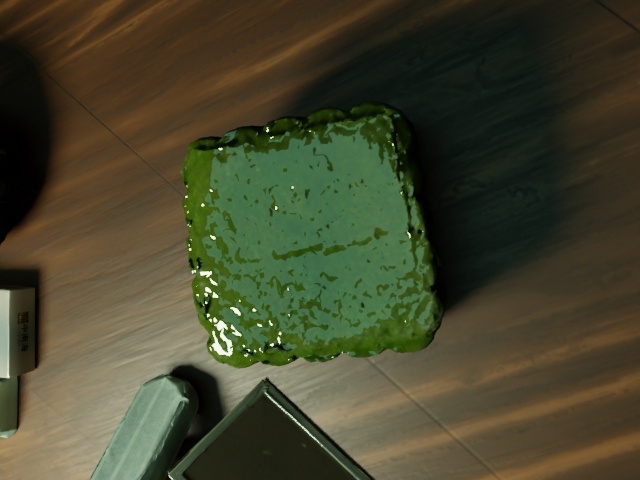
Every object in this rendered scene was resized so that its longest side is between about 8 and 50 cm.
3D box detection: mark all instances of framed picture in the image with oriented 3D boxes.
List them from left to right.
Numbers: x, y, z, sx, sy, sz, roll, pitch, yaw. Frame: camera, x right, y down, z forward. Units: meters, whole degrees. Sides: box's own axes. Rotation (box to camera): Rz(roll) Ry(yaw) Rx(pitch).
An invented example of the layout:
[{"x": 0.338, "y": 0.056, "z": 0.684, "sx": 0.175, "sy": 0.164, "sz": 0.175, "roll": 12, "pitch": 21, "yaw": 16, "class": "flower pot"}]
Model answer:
[{"x": -0.059, "y": 0.350, "z": 0.969, "sx": 0.252, "sy": 0.014, "sz": 0.197, "roll": 40, "pitch": 61, "yaw": 14, "class": "framed picture"}]

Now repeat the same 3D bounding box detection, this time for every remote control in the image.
[{"x": -0.266, "y": 0.309, "z": 1.012, "sx": 0.104, "sy": 0.052, "sz": 0.247, "roll": 8, "pitch": 51, "yaw": 19, "class": "remote control"}]

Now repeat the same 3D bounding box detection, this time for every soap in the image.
[{"x": -0.641, "y": 0.289, "z": 1.212, "sx": 0.198, "sy": 0.066, "sz": 0.119, "roll": 3, "pitch": 94, "yaw": 20, "class": "soap"}]

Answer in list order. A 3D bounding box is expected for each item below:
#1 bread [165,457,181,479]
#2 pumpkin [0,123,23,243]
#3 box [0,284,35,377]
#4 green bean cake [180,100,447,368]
[{"x": -0.197, "y": 0.426, "z": 1.015, "sx": 0.288, "sy": 0.152, "sz": 0.119, "roll": 17, "pitch": 125, "yaw": 19, "class": "bread"}, {"x": -0.655, "y": -0.087, "z": 1.101, "sx": 0.295, "sy": 0.296, "sz": 0.296, "roll": 0, "pitch": 91, "yaw": 20, "class": "pumpkin"}, {"x": -0.621, "y": 0.152, "z": 1.201, "sx": 0.242, "sy": 0.067, "sz": 0.155, "roll": 1, "pitch": 93, "yaw": 20, "class": "box"}, {"x": 0.000, "y": 0.000, "z": 0.910, "sx": 0.319, "sy": 0.218, "sz": 0.335, "roll": -6, "pitch": 95, "yaw": 12, "class": "green bean cake"}]
